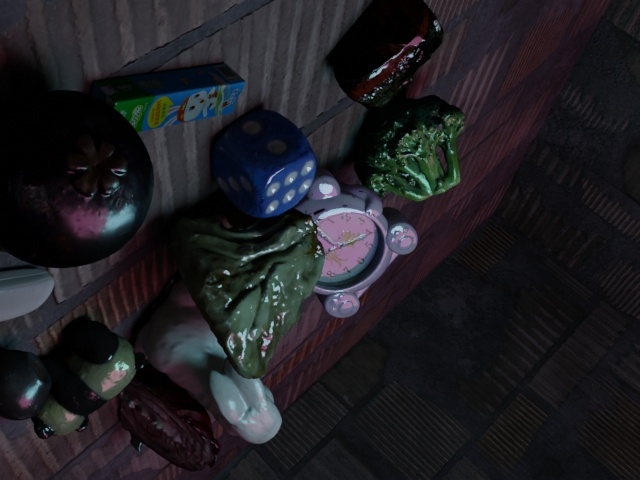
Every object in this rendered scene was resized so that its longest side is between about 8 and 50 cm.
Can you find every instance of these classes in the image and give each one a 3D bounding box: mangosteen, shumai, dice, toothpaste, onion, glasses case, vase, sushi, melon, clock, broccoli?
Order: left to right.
[{"bbox_3d":[-0.534,0.256,1.268,0.183,0.120,0.120,-31,160,-6],"label":"vase"},{"bbox_3d":[-0.468,0.082,1.136,0.074,0.049,0.193,-55,161,20],"label":"glasses case"},{"bbox_3d":[-0.317,-0.068,0.943,0.243,0.243,0.243,-43,162,-18],"label":"mangosteen"},{"bbox_3d":[-0.217,-0.204,1.131,0.267,0.050,0.065,-25,154,-52],"label":"toothpaste"},{"bbox_3d":[-0.337,0.408,1.828,0.146,0.280,0.314,-54,170,-40],"label":"onion"},{"bbox_3d":[-0.118,-0.089,1.571,0.128,0.079,0.160,-31,155,-42],"label":"melon"},{"bbox_3d":[-0.101,-0.137,1.407,0.143,0.146,0.146,-37,156,-27],"label":"dice"},{"bbox_3d":[-0.101,0.067,1.455,0.264,0.304,0.309,-30,134,-5],"label":"shumai"},{"bbox_3d":[0.030,0.001,1.811,0.322,0.113,0.295,34,103,-32],"label":"clock"},{"bbox_3d":[0.126,-0.360,1.496,0.225,0.136,0.126,-46,155,7],"label":"sushi"},{"bbox_3d":[0.216,-0.216,1.866,0.295,0.245,0.265,-26,-175,13],"label":"broccoli"}]

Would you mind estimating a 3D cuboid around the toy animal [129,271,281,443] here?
[{"bbox_3d":[-0.217,0.263,1.627,0.194,0.357,0.257,-35,156,-32],"label":"toy animal"}]

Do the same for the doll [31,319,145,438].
[{"bbox_3d":[-0.442,0.255,1.440,0.234,0.135,0.143,-43,160,-7],"label":"doll"}]

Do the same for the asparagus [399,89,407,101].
[{"bbox_3d":[0.203,-0.347,1.901,0.023,0.022,0.233,-18,167,8],"label":"asparagus"}]
